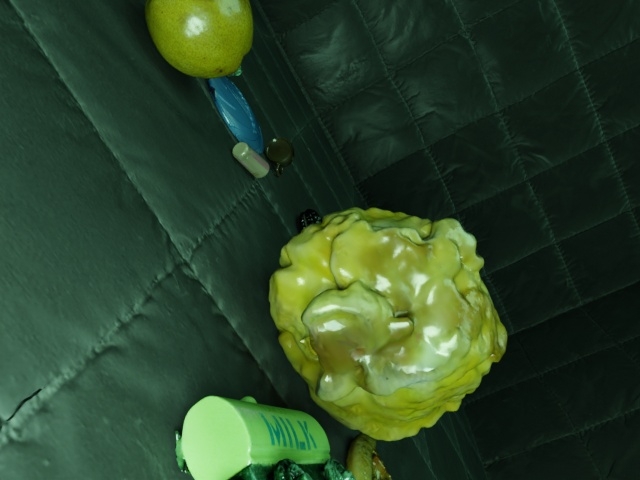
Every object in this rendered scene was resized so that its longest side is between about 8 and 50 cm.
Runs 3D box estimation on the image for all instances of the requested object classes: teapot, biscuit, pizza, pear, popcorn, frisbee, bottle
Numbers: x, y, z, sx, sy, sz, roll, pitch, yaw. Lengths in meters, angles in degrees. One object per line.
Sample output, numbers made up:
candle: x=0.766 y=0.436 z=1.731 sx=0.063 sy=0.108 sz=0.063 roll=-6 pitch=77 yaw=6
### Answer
teapot: x=-0.109 y=-0.233 z=1.326 sx=0.068 sy=0.076 sz=0.121 roll=55 pitch=39 yaw=-71
biscuit: x=0.000 y=0.000 z=1.316 sx=0.194 sy=0.053 sz=0.194 roll=59 pitch=12 yaw=-21
pizza: x=0.101 y=0.445 z=0.780 sx=0.197 sy=0.058 sz=0.292 roll=61 pitch=12 yaw=-16
pear: x=-0.225 y=-0.413 z=0.913 sx=0.209 sy=0.209 sz=0.209 roll=58 pitch=13 yaw=-22
popcorn: x=0.102 y=0.122 z=0.799 sx=0.354 sy=0.344 sz=0.390 roll=52 pitch=-10 yaw=39
frisbee: x=-0.202 y=-0.329 z=1.199 sx=0.242 sy=0.045 sz=0.242 roll=59 pitch=14 yaw=-24
bottle: x=-0.156 y=-0.180 z=1.068 sx=0.096 sy=0.045 sz=0.045 roll=40 pitch=26 yaw=-57

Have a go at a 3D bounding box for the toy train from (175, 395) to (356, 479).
toy train: x=-0.051 y=0.238 z=0.509 sx=0.157 sy=0.105 sz=0.253 roll=55 pitch=4 yaw=31

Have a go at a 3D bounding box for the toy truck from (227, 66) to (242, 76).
toy truck: x=-0.258 y=-0.475 z=1.248 sx=0.067 sy=0.081 sz=0.175 roll=63 pitch=-7 yaw=-2
